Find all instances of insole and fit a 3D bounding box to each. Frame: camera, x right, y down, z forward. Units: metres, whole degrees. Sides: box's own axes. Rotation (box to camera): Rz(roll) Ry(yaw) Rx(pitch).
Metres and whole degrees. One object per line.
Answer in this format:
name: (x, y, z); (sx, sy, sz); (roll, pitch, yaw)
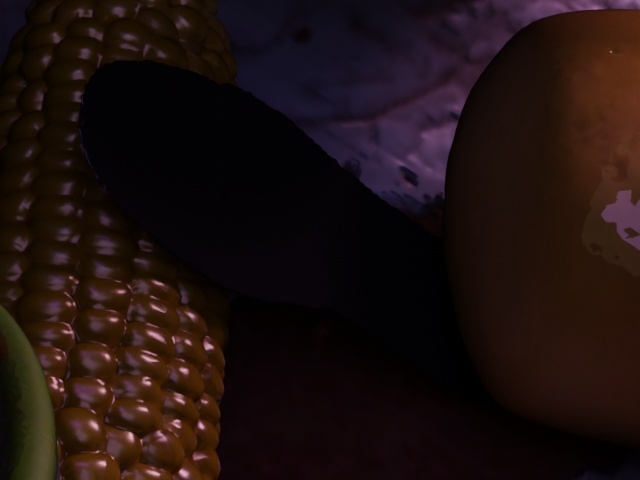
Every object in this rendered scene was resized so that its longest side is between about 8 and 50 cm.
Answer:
insole: (0.000, 0.000, 0.581); (0.188, 0.004, 0.064); (31, 54, -38)

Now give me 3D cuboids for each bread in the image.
bread: (0.148, -0.001, 0.617); (0.217, 0.098, 0.147); (8, 64, -18)

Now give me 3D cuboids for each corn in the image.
corn: (-0.069, 0.040, 0.558); (0.091, 0.091, 0.260); (9, 63, -9)

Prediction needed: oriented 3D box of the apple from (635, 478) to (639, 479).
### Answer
apple: (0.121, 0.134, 0.551); (0.153, 0.120, 0.153); (4, 69, -11)

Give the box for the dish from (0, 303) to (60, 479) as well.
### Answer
dish: (-0.198, 0.127, 0.426); (0.324, 0.324, 0.124); (-25, 121, -21)
